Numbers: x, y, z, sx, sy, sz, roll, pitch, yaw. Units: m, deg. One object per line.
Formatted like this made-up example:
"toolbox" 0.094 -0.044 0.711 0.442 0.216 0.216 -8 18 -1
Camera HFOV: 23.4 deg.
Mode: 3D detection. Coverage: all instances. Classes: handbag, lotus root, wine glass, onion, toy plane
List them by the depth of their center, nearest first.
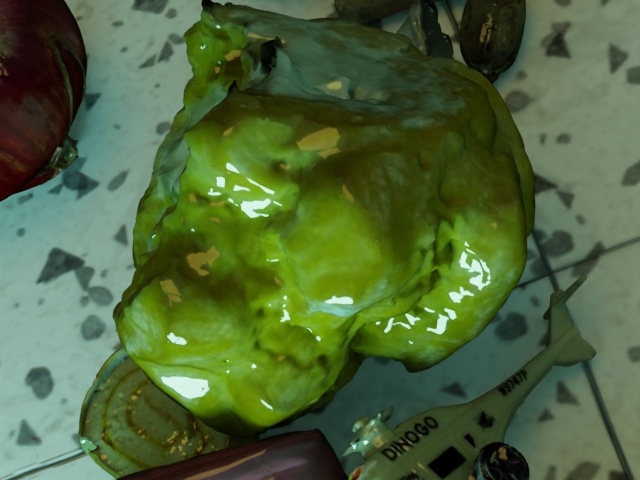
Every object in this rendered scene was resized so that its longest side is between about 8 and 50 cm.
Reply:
"handbag" -0.082 0.212 1.029 0.225 0.146 0.135 -15 85 -4
"toy plane" 0.102 0.127 1.037 0.108 0.092 0.286 46 55 13
"wine glass" 0.022 -0.113 1.256 0.182 0.122 0.122 -18 53 18
"lotus root" 0.142 -0.173 1.278 0.054 0.049 0.099 2 66 21
"onion" -0.303 -0.123 1.358 0.248 0.161 0.248 -13 44 13

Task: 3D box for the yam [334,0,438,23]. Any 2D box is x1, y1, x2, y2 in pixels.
"yam" 0.150 -0.246 1.315 0.299 0.066 0.066 -12 55 14

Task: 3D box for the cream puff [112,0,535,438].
"cream puff" 0.005 -0.002 1.072 0.274 0.270 0.323 10 27 -5

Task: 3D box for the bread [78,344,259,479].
"bread" -0.106 0.140 1.165 0.156 0.064 0.117 28 77 32
